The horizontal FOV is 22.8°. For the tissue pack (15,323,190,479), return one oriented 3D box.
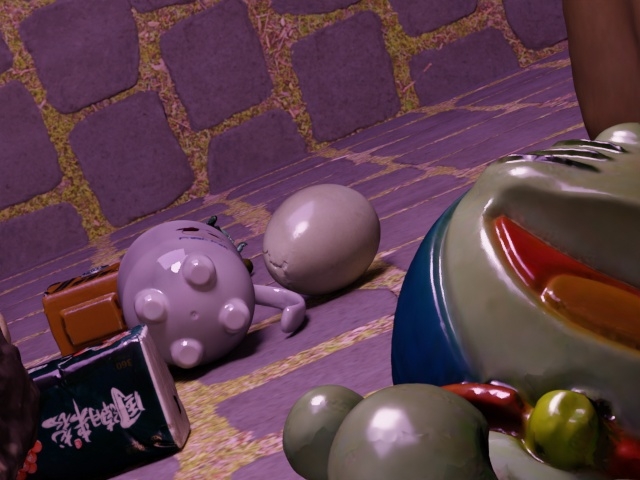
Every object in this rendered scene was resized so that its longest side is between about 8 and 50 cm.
[{"bbox_3d":[-0.202,0.144,1.299,0.170,0.103,0.090,-20,1,3],"label":"tissue pack"}]

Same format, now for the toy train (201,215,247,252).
[{"bbox_3d":[-0.155,0.030,2.018,0.099,0.070,0.172,-50,0,16],"label":"toy train"}]

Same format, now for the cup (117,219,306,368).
[{"bbox_3d":[-0.115,0.069,1.574,0.134,0.173,0.142,-52,14,2],"label":"cup"}]

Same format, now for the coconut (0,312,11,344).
[{"bbox_3d":[-0.447,0.130,1.687,0.224,0.224,0.224,-21,8,3],"label":"coconut"}]

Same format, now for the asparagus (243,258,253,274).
[{"bbox_3d":[-0.102,0.042,1.986,0.021,0.025,0.108,-9,10,9],"label":"asparagus"}]

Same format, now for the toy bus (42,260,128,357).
[{"bbox_3d":[-0.220,0.072,1.840,0.201,0.098,0.114,-19,8,6],"label":"toy bus"}]

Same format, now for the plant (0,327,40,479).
[{"bbox_3d":[-0.346,0.170,1.110,0.215,0.213,0.312,-16,19,25],"label":"plant"}]

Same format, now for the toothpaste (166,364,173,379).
[{"bbox_3d":[-0.185,0.125,1.625,0.067,0.037,0.255,-13,11,-4],"label":"toothpaste"}]

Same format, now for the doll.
[{"bbox_3d":[0.111,0.071,0.680,0.199,0.186,0.322,27,44,18],"label":"doll"}]

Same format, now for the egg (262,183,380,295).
[{"bbox_3d":[0.000,0.000,1.682,0.114,0.114,0.152,-14,15,41],"label":"egg"}]

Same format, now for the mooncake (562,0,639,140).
[{"bbox_3d":[0.453,-0.231,1.472,0.467,0.262,0.467,-14,5,1],"label":"mooncake"}]
